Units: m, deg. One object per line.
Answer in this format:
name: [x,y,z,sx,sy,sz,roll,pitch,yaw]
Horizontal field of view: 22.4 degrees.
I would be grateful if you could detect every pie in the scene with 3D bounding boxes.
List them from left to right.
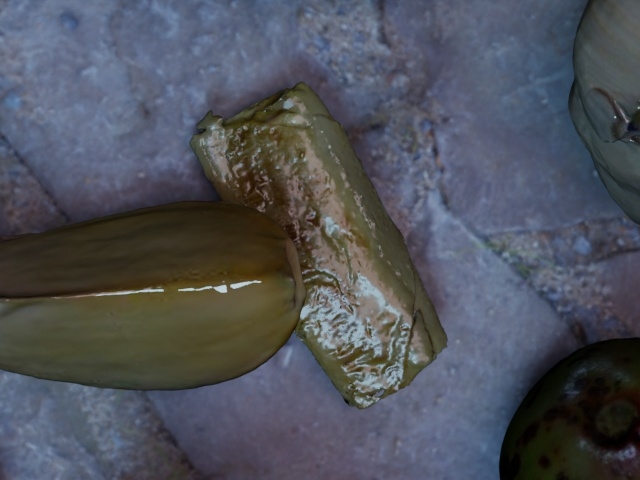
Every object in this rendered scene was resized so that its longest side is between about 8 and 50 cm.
pie: [0.000,0.000,1.366,0.128,0.068,0.282,-30,96,1]

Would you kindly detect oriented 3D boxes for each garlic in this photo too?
garlic: [-0.184,0.033,1.269,0.338,0.196,0.151,1,75,-10]
garlic: [0.350,-0.155,1.337,0.322,0.322,0.241,-30,71,-10]

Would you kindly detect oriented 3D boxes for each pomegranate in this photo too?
pomegranate: [0.287,0.203,1.380,0.242,0.306,0.242,-7,76,30]
